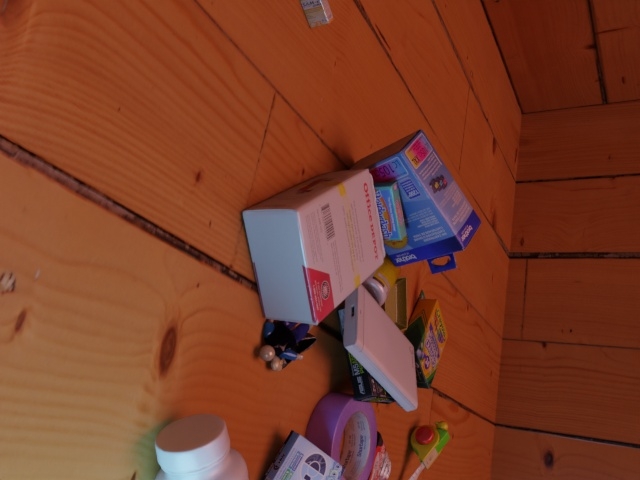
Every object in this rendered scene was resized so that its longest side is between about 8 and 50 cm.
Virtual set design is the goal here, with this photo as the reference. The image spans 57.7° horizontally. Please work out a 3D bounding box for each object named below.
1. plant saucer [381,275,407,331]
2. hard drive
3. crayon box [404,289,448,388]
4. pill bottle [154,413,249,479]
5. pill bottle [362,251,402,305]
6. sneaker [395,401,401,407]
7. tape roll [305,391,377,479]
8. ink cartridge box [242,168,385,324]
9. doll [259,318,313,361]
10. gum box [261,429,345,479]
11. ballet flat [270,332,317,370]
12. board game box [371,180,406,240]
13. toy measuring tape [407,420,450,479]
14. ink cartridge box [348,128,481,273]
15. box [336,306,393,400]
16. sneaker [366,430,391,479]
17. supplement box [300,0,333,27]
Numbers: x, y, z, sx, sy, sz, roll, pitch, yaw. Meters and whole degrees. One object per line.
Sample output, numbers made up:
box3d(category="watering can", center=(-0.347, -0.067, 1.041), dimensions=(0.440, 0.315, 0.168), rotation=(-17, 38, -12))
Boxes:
box3d(category="plant saucer", center=(0.239, 0.220, 1.972), dimensions=(0.188, 0.045, 0.189), rotation=(-1, 90, -59))
box3d(category="hard drive", center=(0.178, 0.305, 1.678), dimensions=(0.353, 0.047, 0.233), rotation=(50, 29, -34))
box3d(category="crayon box", center=(0.400, 0.368, 2.202), dimensions=(0.323, 0.083, 0.203), rotation=(-58, 136, -43))
box3d(category="pill bottle", center=(-0.213, 0.500, 1.087), dimensions=(0.176, 0.176, 0.319), rotation=(-27, 112, -56))
box3d(category="pill bottle", center=(0.182, 0.103, 1.810), dimensions=(0.215, 0.117, 0.117), rotation=(-52, 132, -45))
box3d(category="sneaker", center=(0.249, 0.458, 1.958), dimensions=(0.092, 0.087, 0.229), rotation=(-17, 97, -51))
box3d(category="tape roll", center=(0.062, 0.570, 1.628), dimensions=(0.274, 0.090, 0.275), rotation=(2, 88, -60))
box3d(category="ink cartridge box", center=(0.000, 0.000, 1.467), dimensions=(0.384, 0.160, 0.280), rotation=(-33, 118, -54))
box3d(category="doll", center=(-0.084, 0.237, 1.413), dimensions=(0.129, 0.046, 0.189), rotation=(54, 36, 2))
box3d(category="gum box", center=(-0.043, 0.579, 1.413), dimensions=(0.184, 0.041, 0.157), rotation=(46, 66, -28))
box3d(category="ballet flat", center=(-0.070, 0.272, 1.452), dimensions=(0.173, 0.049, 0.058), rotation=(-34, 115, -54))
box3d(category="board game box", center=(0.126, -0.080, 1.632), dimensions=(0.047, 0.210, 0.160), rotation=(-40, 122, -52))
box3d(category="toy measuring tape", center=(0.351, 0.784, 2.127), dimensions=(0.330, 0.121, 0.121), rotation=(-43, 129, -23))
box3d(category="ink cartridge box", center=(0.276, -0.088, 1.696), dimensions=(0.396, 0.270, 0.151), rotation=(53, 51, -14))
box3d(category="box", center=(0.147, 0.339, 1.717), dimensions=(0.216, 0.060, 0.270), rotation=(29, 44, -56))
box3d(category="sneaker", center=(0.141, 0.725, 1.755), dimensions=(0.270, 0.090, 0.145), rotation=(-55, 132, -48))
box3d(category="supplement box", center=(-0.012, -0.628, 1.556), dimensions=(0.036, 0.062, 0.099), rotation=(-59, 136, -39))
